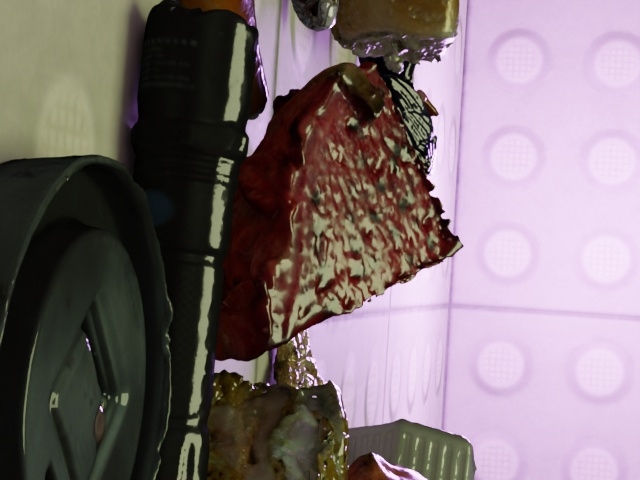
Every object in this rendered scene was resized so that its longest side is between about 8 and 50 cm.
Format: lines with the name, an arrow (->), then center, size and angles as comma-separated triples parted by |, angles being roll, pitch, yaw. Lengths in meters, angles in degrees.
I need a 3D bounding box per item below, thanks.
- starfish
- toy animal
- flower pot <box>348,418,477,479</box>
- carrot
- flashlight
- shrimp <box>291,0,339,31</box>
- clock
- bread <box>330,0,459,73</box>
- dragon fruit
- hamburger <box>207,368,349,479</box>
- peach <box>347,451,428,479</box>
starfish -> -0.036, 0.164, 1.712 | 0.295, 0.048, 0.231 | 74, 22, -56
toy animal -> 0.123, -0.165, 2.218 | 0.298, 0.122, 0.185 | 79, 18, -47
flower pot -> 0.118, 0.393, 2.131 | 0.239, 0.209, 0.190 | 76, 21, -59
carrot -> -0.089, -0.198, 1.300 | 0.225, 0.067, 0.067 | 80, 18, -55
flashlight -> -0.118, 0.021, 1.159 | 0.103, 0.103, 0.424 | 36, 60, -77
shrimp -> -0.009, -0.324, 1.659 | 0.056, 0.065, 0.165 | -21, 116, -52
clock -> -0.176, 0.102, 0.951 | 0.325, 0.067, 0.325 | 3, 90, -78
bread -> 0.086, -0.338, 1.859 | 0.195, 0.176, 0.246 | 106, -15, -88
dragon fruit -> 0.000, 0.000, 1.355 | 0.330, 0.240, 0.302 | -57, 152, -55
hamburger -> -0.067, 0.251, 1.277 | 0.288, 0.167, 0.192 | -76, 163, -48
peach -> 0.066, 0.394, 1.871 | 0.232, 0.232, 0.257 | -62, 143, -64
